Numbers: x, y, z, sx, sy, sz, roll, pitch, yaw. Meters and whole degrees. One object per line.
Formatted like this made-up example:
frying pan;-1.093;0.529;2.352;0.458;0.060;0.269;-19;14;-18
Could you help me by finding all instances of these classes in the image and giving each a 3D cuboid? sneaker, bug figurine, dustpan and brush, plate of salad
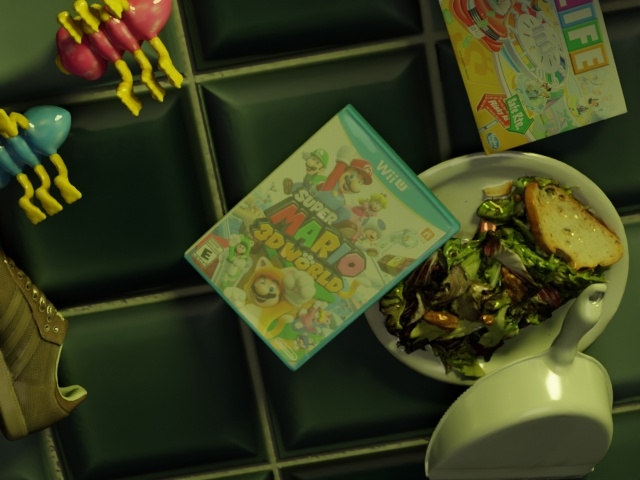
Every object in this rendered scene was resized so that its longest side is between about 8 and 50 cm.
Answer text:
sneaker;-0.224;0.052;1.262;0.071;0.066;0.188;-22;118;-21
bug figurine;-0.216;-0.150;1.134;0.216;0.072;0.279;-25;122;17
dustpan and brush;0.171;0.107;1.286;0.147;0.060;0.211;1;148;-19
plate of salad;0.127;0.028;1.266;0.200;0.048;0.200;-2;119;-3

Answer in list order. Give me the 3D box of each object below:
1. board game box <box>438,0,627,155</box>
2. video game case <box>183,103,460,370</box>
board game box;0.140;-0.143;1.185;0.103;0.026;0.154;-18;118;6
video game case;0.000;0.000;1.242;0.166;0.015;0.119;-41;95;17
